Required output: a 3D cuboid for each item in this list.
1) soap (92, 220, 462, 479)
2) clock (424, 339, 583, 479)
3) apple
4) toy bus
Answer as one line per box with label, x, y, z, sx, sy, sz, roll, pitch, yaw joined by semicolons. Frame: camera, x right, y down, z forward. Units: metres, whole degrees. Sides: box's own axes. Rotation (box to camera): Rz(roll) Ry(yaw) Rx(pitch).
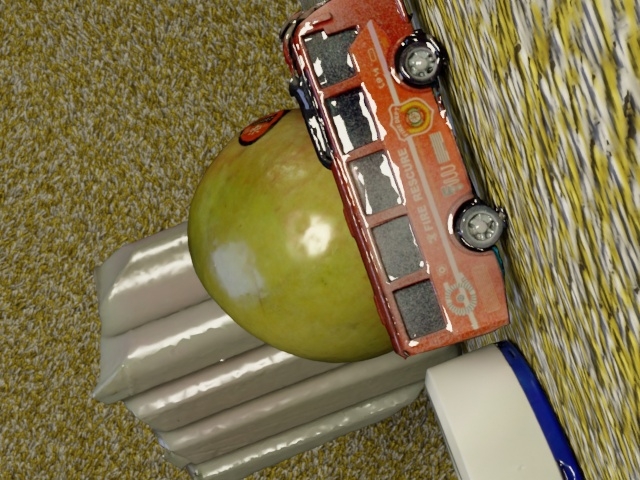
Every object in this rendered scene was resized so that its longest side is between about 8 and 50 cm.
soap;-0.044;0.109;1.153;0.350;0.435;0.213;63;-174;-48
clock;0.152;0.197;0.676;0.230;0.083;0.230;161;90;-90
apple;0.000;0.000;0.782;0.261;0.194;0.261;37;-177;-3
toy bus;0.050;-0.048;0.546;0.073;0.096;0.234;79;170;-88
